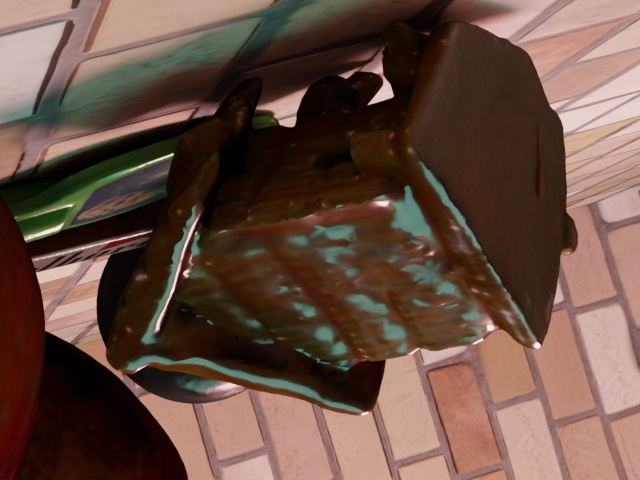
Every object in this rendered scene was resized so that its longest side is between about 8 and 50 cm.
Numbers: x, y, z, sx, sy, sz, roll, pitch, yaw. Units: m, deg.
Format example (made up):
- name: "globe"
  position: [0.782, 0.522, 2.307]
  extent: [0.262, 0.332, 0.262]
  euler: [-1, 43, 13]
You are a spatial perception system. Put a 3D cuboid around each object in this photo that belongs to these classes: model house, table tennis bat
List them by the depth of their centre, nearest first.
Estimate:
- name: "model house"
  position: [0.005, -0.017, 1.012]
  extent: [0.229, 0.219, 0.199]
  euler: [-13, -141, 18]
- name: "table tennis bat"
  position: [-0.141, -0.027, 1.125]
  extent: [0.257, 0.039, 0.160]
  euler: [-18, 175, -24]

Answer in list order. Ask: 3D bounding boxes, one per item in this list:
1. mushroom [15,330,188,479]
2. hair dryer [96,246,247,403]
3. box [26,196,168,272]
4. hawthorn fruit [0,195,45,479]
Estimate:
- name: "mushroom"
  position: [-0.251, 0.160, 1.146]
  extent: [0.259, 0.345, 0.345]
  euler: [-55, -171, -18]
- name: "hair dryer"
  position: [0.003, 0.016, 1.384]
  extent: [0.284, 0.156, 0.320]
  euler: [-18, 179, -21]
- name: "box"
  position: [-0.187, 0.000, 1.291]
  extent: [0.177, 0.036, 0.115]
  euler: [-15, 176, -23]
- name: "hawthorn fruit"
  position: [-0.163, 0.010, 0.427]
  extent: [0.208, 0.208, 0.248]
  euler: [-15, 164, -17]
